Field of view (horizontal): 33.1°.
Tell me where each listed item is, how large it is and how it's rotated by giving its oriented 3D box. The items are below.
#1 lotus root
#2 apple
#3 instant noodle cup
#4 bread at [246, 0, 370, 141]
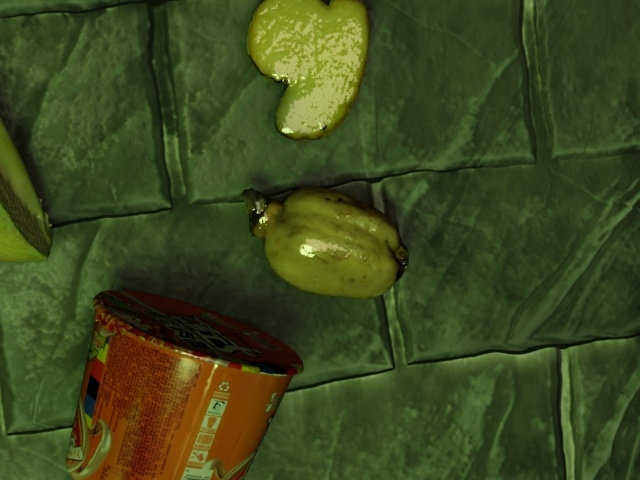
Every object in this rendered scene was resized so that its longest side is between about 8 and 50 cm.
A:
[{"bbox_3d":[0.000,0.000,1.309,0.220,0.118,0.125,17,48,-11],"label":"lotus root"},{"bbox_3d":[-0.386,-0.082,1.153,0.120,0.193,0.265,-26,103,-4],"label":"apple"},{"bbox_3d":[-0.164,0.187,1.209,0.250,0.250,0.192,18,95,-17],"label":"instant noodle cup"},{"bbox_3d":[-0.023,-0.215,1.323,0.149,0.065,0.188,13,92,-7],"label":"bread"}]
